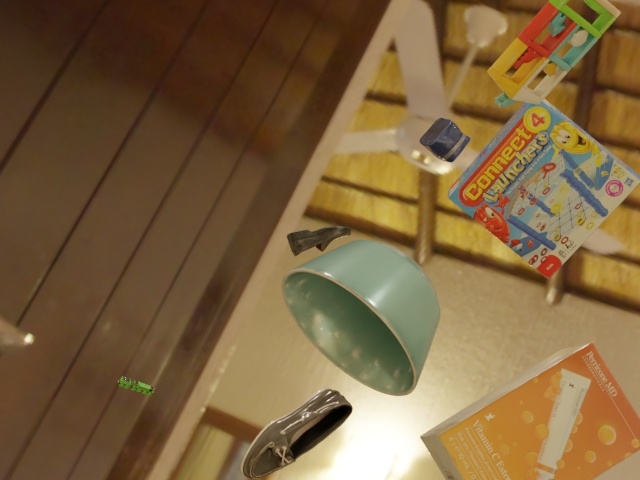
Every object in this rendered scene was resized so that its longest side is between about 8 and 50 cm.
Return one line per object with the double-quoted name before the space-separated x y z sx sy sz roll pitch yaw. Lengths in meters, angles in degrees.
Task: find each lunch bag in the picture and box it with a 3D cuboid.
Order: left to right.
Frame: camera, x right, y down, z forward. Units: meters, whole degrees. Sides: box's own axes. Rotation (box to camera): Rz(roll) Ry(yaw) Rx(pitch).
"lunch bag" 0.239 -0.188 1.882 0.065 0.067 0.098 41 2 -16

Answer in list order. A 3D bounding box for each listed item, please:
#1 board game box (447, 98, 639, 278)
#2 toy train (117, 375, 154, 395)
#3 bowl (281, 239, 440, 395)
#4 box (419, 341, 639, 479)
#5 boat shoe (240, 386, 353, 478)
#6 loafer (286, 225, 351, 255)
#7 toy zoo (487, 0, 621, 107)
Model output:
"board game box" 0.501 -0.124 2.231 0.302 0.308 0.086 38 18 -3
"toy train" -0.394 0.311 2.111 0.083 0.017 0.023 23 -55 -27
"bowl" 0.096 0.119 1.805 0.312 0.163 0.311 33 -29 21
"box" 0.397 0.370 1.840 0.215 0.345 0.168 59 -11 7
"boat shoe" -0.057 0.498 2.520 0.096 0.335 0.112 21 -41 45
"loafer" 0.000 0.000 2.518 0.170 0.061 0.062 -10 -7 -12
"toy zoo" 0.456 -0.381 1.982 0.192 0.293 0.030 15 33 -50
